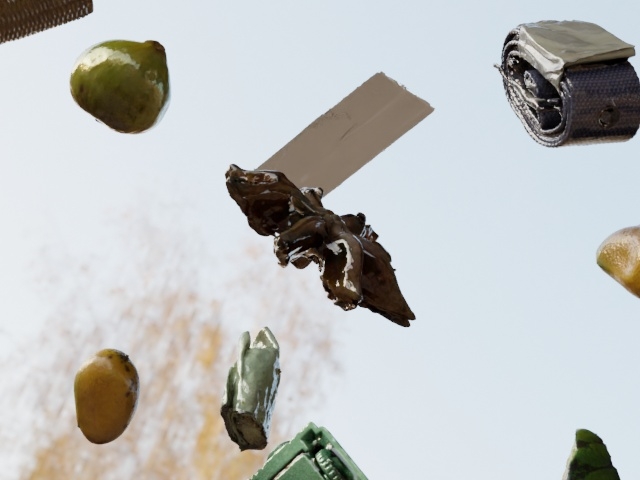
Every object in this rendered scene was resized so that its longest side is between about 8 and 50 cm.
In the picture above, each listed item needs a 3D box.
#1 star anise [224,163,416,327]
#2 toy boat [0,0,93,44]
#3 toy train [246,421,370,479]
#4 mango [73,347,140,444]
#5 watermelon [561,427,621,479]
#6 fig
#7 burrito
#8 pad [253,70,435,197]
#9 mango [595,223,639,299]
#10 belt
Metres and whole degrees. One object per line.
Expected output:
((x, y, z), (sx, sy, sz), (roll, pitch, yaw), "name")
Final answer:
((0.001, 0.000, 1.887), (0.288, 0.088, 0.288), (31, 17, -11), "star anise")
((-0.353, -0.291, 1.874), (0.115, 0.310, 0.089), (63, -17, 15), "toy boat")
((0.057, 0.362, 1.805), (0.330, 0.138, 0.178), (49, 4, 32), "toy train")
((-0.251, 0.182, 1.874), (0.079, 0.114, 0.057), (10, 2, -11), "mango")
((0.206, 0.258, 1.379), (0.075, 0.181, 0.092), (13, 8, -33), "watermelon")
((-0.263, -0.201, 2.132), (0.153, 0.120, 0.136), (-3, -24, 40), "fig")
((-0.057, 0.122, 1.388), (0.044, 0.118, 0.074), (-3, -46, 15), "burrito")
((0.035, -0.137, 2.199), (0.232, 0.004, 0.156), (-37, -35, 19), "pad")
((0.410, 0.024, 1.931), (0.089, 0.115, 0.165), (67, -12, -22), "mango")
((0.295, -0.192, 1.968), (0.126, 0.230, 0.139), (-4, -64, -14), "belt")
